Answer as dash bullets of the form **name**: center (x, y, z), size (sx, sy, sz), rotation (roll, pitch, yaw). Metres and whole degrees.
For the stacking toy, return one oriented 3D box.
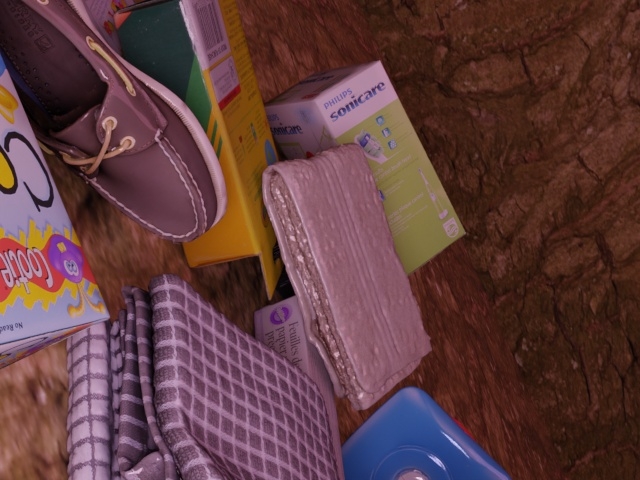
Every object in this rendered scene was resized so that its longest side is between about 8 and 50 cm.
- **stacking toy**: center (0.136, 0.272, 1.222), size (0.175, 0.166, 0.302), rotation (44, 9, 12)

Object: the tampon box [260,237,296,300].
- **tampon box**: center (0.000, 0.000, 1.279), size (0.101, 0.120, 0.161), rotation (54, 20, -32)

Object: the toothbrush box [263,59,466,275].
- **toothbrush box**: center (0.057, -0.102, 1.452), size (0.283, 0.122, 0.206), rotation (63, -20, -17)

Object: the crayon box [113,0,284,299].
- **crayon box**: center (-0.111, -0.108, 1.071), size (0.202, 0.081, 0.318), rotation (-69, 145, -70)

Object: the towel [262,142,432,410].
- **towel**: center (0.034, 0.034, 1.124), size (0.187, 0.049, 0.282), rotation (-25, 97, -58)

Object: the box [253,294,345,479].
- **box**: center (-0.020, 0.198, 1.026), size (0.067, 0.063, 0.324), rotation (54, 19, -41)

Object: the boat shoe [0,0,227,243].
- **boat shoe**: center (-0.197, -0.113, 0.823), size (0.324, 0.116, 0.096), rotation (54, 23, -23)

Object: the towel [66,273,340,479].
- **towel**: center (-0.071, 0.181, 0.780), size (0.283, 0.121, 0.235), rotation (49, 21, -45)

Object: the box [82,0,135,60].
- **box**: center (-0.225, -0.226, 1.032), size (0.186, 0.038, 0.145), rotation (61, 17, -20)

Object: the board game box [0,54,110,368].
- **board game box**: center (-0.247, -0.052, 0.501), size (0.275, 0.144, 0.142), rotation (66, 16, 4)
